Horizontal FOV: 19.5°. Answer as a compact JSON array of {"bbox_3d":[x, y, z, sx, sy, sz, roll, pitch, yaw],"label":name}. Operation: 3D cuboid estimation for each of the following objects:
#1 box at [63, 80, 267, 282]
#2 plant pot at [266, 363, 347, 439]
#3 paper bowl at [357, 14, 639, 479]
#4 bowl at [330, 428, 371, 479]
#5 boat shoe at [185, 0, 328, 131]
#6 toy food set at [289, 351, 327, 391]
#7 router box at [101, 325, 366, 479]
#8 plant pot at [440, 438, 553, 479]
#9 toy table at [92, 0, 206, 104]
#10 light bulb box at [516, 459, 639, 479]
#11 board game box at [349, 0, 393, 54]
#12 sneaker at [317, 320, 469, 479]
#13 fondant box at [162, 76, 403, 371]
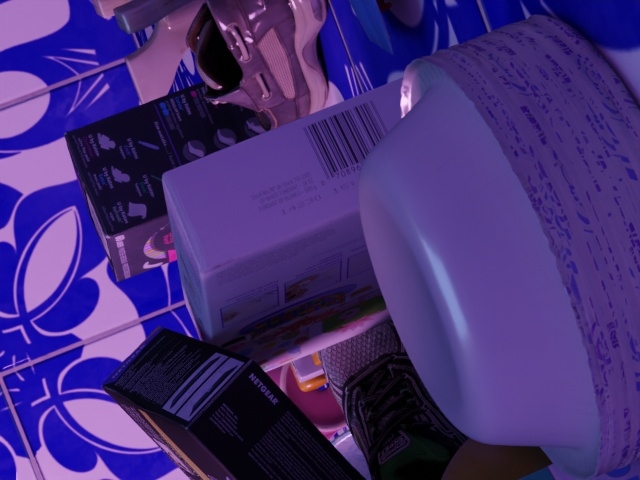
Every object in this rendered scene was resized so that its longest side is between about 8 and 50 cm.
[{"bbox_3d":[-0.140,-0.082,2.149,0.165,0.270,0.143,93,154,-71],"label":"box"},{"bbox_3d":[-0.029,0.189,2.479,0.180,0.201,0.201,-8,104,66],"label":"plant pot"},{"bbox_3d":[0.123,0.014,1.164,0.284,0.148,0.284,159,90,-81],"label":"paper bowl"},{"bbox_3d":[0.114,0.323,1.845,0.156,0.289,0.289,11,-136,-47],"label":"bowl"},{"bbox_3d":[-0.074,-0.207,1.905,0.355,0.130,0.132,89,158,-67],"label":"boat shoe"},{"bbox_3d":[0.006,0.103,2.241,0.232,0.111,0.104,95,152,-78],"label":"toy food set"},{"bbox_3d":[-0.028,0.217,1.585,0.309,0.081,0.243,49,166,-19],"label":"router box"},{"bbox_3d":[0.171,0.225,1.511,0.095,0.134,0.134,19,134,48],"label":"plant pot"},{"bbox_3d":[-0.188,-0.305,2.290,0.274,0.161,0.252,-173,61,-79],"label":"toy table"},{"bbox_3d":[0.205,0.402,1.345,0.361,0.225,0.358,77,168,-51],"label":"light bulb box"},{"bbox_3d":[0.037,-0.222,1.508,0.168,0.033,0.133,-124,9,-75],"label":"board game box"},{"bbox_3d":[0.094,0.173,1.688,0.146,0.134,0.343,33,-163,-53],"label":"sneaker"},{"bbox_3d":[0.000,0.000,1.583,0.330,0.238,0.096,90,156,-68],"label":"fondant box"}]
